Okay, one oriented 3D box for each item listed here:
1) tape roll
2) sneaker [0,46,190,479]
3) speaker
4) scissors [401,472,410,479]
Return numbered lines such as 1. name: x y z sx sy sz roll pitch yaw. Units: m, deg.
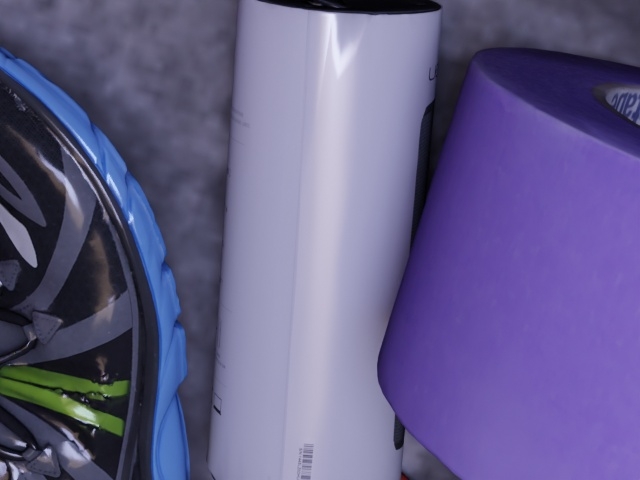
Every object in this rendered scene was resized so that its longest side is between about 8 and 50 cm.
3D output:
1. tape roll: 0.113 0.021 0.422 0.189 0.189 0.080 15 104 -5
2. sneaker: -0.080 0.039 0.477 0.078 0.067 0.188 -16 110 -29
3. speaker: 0.000 0.000 0.483 0.055 0.055 0.136 4 104 -2
4. scissors: -0.033 0.201 0.558 0.109 0.021 0.297 29 104 -11
